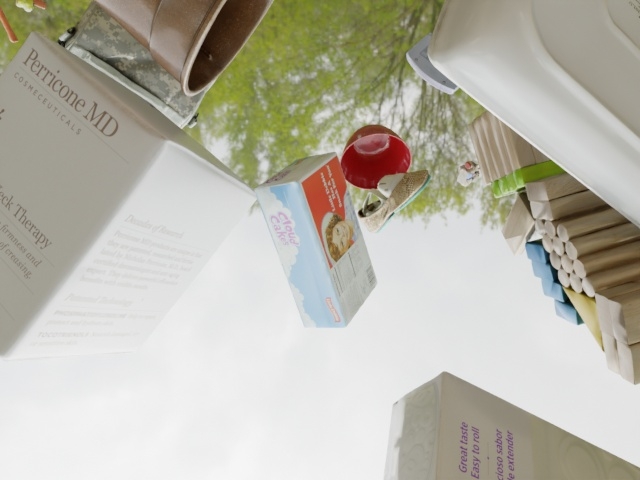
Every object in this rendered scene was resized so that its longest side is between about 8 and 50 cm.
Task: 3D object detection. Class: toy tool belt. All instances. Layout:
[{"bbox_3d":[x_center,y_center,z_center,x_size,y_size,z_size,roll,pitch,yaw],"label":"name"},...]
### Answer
[{"bbox_3d":[0.393,-0.184,1.485,0.051,0.083,0.052,-29,-119,-23],"label":"toy tool belt"}]

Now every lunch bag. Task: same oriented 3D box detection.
[{"bbox_3d":[-0.365,-0.412,1.220,0.305,0.212,0.256,33,-130,-27],"label":"lunch bag"}]

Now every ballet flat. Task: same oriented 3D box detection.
[{"bbox_3d":[0.124,-0.078,1.043,0.067,0.206,0.073,38,-127,-2],"label":"ballet flat"}]

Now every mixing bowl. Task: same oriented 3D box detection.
[{"bbox_3d":[0.135,-0.227,1.445,0.181,0.181,0.098,-2,-133,-3],"label":"mixing bowl"}]

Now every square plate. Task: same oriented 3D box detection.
[{"bbox_3d":[0.287,-0.215,0.543,0.347,0.344,0.049,30,161,-23],"label":"square plate"}]

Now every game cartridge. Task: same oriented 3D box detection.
[{"bbox_3d":[0.156,-0.230,0.742,0.056,0.017,0.083,-41,-105,-14],"label":"game cartridge"}]

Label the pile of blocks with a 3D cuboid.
[{"bbox_3d":[0.295,-0.020,0.640,0.113,0.149,0.362,-15,-117,-7],"label":"pile of blocks"}]

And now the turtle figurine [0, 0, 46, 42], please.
[{"bbox_3d":[-0.447,-0.455,0.909,0.217,0.269,0.087,-17,179,-12],"label":"turtle figurine"}]

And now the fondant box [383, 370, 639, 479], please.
[{"bbox_3d":[0.211,0.301,0.514,0.330,0.096,0.238,27,-134,-11],"label":"fondant box"}]

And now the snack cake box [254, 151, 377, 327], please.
[{"bbox_3d":[0.000,0.000,0.968,0.089,0.264,0.152,-6,-158,32],"label":"snack cake box"}]

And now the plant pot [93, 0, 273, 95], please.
[{"bbox_3d":[-0.131,-0.239,0.474,0.165,0.167,0.167,36,-146,-6],"label":"plant pot"}]

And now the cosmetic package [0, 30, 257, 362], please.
[{"bbox_3d":[-0.392,-0.054,0.970,0.329,0.393,0.327,39,-176,19],"label":"cosmetic package"}]
